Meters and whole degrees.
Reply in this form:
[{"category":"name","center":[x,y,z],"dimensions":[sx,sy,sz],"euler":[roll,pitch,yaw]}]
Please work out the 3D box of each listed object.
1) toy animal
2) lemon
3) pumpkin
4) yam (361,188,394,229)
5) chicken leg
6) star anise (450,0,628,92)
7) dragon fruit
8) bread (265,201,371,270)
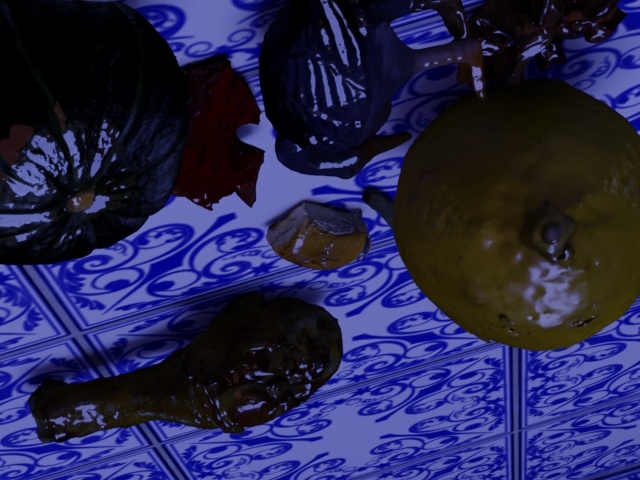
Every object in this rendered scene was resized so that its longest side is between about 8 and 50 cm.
[{"category":"toy animal","center":[0.035,-0.144,1.548],"dimensions":[0.185,0.122,0.298],"euler":[-17,158,2]},{"category":"lemon","center":[0.193,-0.024,1.768],"dimensions":[0.253,0.253,0.310],"euler":[-15,-174,-5]},{"category":"pumpkin","center":[-0.201,-0.082,1.438],"dimensions":[0.220,0.162,0.220],"euler":[-17,143,-14]},{"category":"yam","center":[0.093,-0.017,2.055],"dimensions":[0.027,0.029,0.234],"euler":[-49,151,7]},{"category":"chicken leg","center":[-0.144,0.160,2.160],"dimensions":[0.361,0.140,0.211],"euler":[-17,168,-9]},{"category":"star anise","center":[0.189,-0.186,1.653],"dimensions":[0.168,0.057,0.168],"euler":[-18,157,-8]},{"category":"dragon fruit","center":[-0.108,-0.094,1.679],"dimensions":[0.092,0.122,0.192],"euler":[18,178,26]},{"category":"bread","center":[0.000,0.000,1.985],"dimensions":[0.072,0.053,0.106],"euler":[-34,148,31]}]
